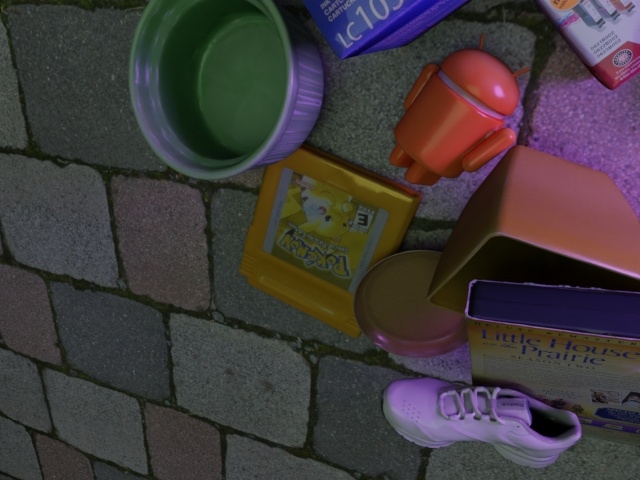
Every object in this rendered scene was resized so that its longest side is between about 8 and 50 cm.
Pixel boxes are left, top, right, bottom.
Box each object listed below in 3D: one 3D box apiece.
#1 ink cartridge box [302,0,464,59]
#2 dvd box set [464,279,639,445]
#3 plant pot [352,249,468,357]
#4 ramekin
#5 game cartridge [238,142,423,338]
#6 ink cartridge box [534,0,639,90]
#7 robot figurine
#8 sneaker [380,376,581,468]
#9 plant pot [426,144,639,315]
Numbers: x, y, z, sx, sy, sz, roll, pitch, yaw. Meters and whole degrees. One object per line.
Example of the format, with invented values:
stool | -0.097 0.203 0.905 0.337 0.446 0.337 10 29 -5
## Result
ink cartridge box | 0.125 -0.334 0.502 0.270 0.395 0.151 -28 99 30
dvd box set | 0.378 0.197 0.695 0.308 0.062 0.420 3 147 23
plant pot | 0.178 0.112 0.859 0.237 0.032 0.236 3 119 6
ramekin | -0.142 -0.252 0.766 0.304 0.148 0.303 5 102 25
game cartridge | 0.000 0.000 0.903 0.286 0.053 0.323 25 118 12
ink cartridge box | 0.348 -0.298 0.576 0.176 0.127 0.128 47 122 -5
robot figurine | 0.197 -0.179 0.697 0.128 0.158 0.219 26 122 -15
sneaker | 0.240 0.256 0.721 0.298 0.110 0.129 11 143 -2
plant pot | 0.294 -0.002 0.659 0.212 0.187 0.212 18 149 -1
